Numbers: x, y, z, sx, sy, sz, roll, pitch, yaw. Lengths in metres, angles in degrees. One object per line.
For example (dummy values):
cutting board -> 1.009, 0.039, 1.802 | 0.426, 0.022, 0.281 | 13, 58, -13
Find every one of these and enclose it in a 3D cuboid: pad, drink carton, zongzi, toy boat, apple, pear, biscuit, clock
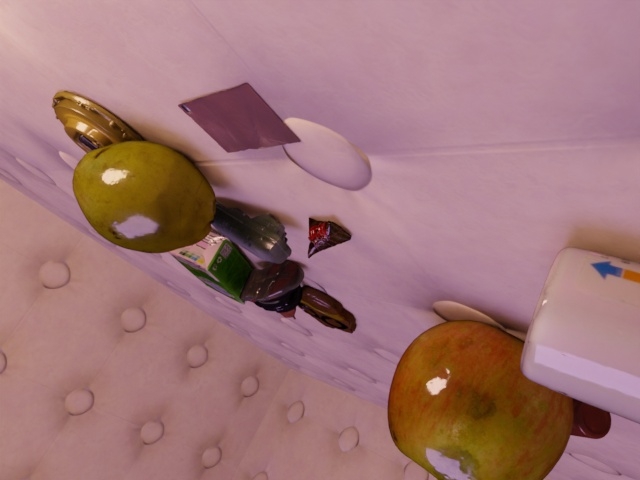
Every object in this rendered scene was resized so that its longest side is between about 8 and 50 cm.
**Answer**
pad -> -0.122, -0.173, 0.737 | 0.188, 0.006, 0.113 | 4, 148, 47
drink carton -> -0.290, 0.066, 1.423 | 0.161, 0.108, 0.271 | 23, 161, 24
zongzi -> 0.000, 0.000, 0.906 | 0.083, 0.073, 0.067 | 13, 174, 41
toy boat -> -0.156, -0.033, 1.048 | 0.261, 0.085, 0.078 | 28, 163, 38
apple -> 0.298, 0.327, 0.975 | 0.340, 0.339, 0.339 | 25, 161, 10
pear -> -0.327, -0.081, 0.949 | 0.269, 0.212, 0.212 | 19, 162, -5
biscuit -> 0.003, 0.208, 1.479 | 0.209, 0.041, 0.290 | 23, 160, 18
clock -> -0.451, -0.204, 1.039 | 0.237, 0.057, 0.237 | 27, 161, 10

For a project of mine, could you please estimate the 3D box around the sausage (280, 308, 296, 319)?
sausage -> -0.139, 0.189, 1.598 | 0.169, 0.065, 0.065 | 39, 159, -25

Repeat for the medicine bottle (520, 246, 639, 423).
medicine bottle -> 0.381, 0.121, 0.533 | 0.293, 0.170, 0.170 | 17, 158, 29

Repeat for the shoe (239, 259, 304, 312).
shoe -> -0.109, 0.134, 1.326 | 0.137, 0.114, 0.291 | 30, 157, -20

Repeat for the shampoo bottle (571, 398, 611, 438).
shampoo bottle -> 0.537, 0.395, 1.145 | 0.086, 0.085, 0.244 | 30, 160, -4
